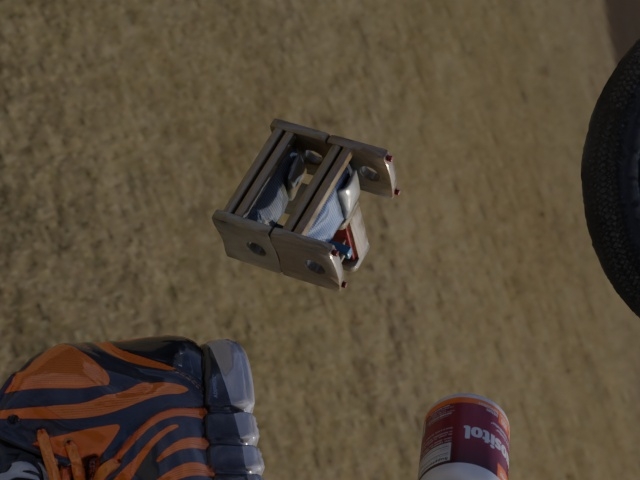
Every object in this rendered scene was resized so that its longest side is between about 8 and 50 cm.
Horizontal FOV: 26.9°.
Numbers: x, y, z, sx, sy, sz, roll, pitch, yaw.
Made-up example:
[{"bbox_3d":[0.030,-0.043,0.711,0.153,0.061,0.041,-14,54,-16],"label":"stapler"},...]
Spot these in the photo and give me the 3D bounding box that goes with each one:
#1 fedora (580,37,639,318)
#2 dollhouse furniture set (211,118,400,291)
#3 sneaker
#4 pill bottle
[{"bbox_3d":[0.354,-0.054,1.043,0.152,0.334,0.334,-134,-159,-85],"label":"fedora"},{"bbox_3d":[0.000,0.000,1.309,0.129,0.129,0.184,-60,153,-27],"label":"dollhouse furniture set"},{"bbox_3d":[-0.123,0.185,0.837,0.321,0.180,0.125,-109,-152,-52],"label":"sneaker"},{"bbox_3d":[0.135,0.222,1.261,0.086,0.086,0.152,59,24,-27],"label":"pill bottle"}]
